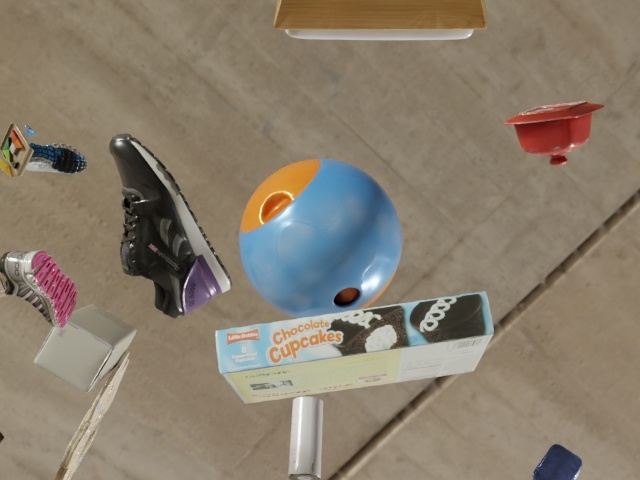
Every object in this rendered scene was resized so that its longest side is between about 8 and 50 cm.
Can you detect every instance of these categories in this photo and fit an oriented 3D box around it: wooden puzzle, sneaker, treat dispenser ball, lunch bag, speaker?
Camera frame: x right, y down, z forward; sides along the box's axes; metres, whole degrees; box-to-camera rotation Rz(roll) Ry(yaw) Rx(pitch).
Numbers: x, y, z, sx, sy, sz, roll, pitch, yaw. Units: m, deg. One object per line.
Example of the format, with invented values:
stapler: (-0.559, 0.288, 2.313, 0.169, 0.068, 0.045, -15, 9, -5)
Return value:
wooden puzzle: (-0.536, -0.159, 1.348, 0.078, 0.116, 0.014, 44, -150, 22)
sneaker: (-0.660, -0.195, 1.844, 0.191, 0.071, 0.083, 9, 166, -21)
treat dispenser ball: (0.000, 0.000, 1.360, 0.288, 0.288, 0.288, 42, -169, -10)
lunch bag: (0.443, 0.439, 1.444, 0.067, 0.098, 0.065, 35, 168, 28)
sneaker: (-0.402, 0.065, 1.087, 0.075, 0.063, 0.170, 11, 148, 11)
speaker: (-0.024, 0.337, 1.310, 0.055, 0.055, 0.136, 35, -135, -41)
sneaker: (-0.243, -0.011, 1.103, 0.283, 0.124, 0.107, 62, 163, -21)

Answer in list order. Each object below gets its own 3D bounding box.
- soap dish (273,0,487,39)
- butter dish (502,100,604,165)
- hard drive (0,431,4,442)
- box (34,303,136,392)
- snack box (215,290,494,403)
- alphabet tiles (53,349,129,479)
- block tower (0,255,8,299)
soap dish: (0.085, -0.394, 1.084, 0.118, 0.291, 0.229, 84, -171, -55)
butter dish: (0.467, -0.207, 1.529, 0.160, 0.160, 0.118, -24, -71, -47)
hard drive: (-0.661, 0.318, 1.224, 0.237, 0.064, 0.339, 54, -175, -11)
box: (-0.425, 0.192, 1.419, 0.113, 0.094, 0.275, 30, 178, -3)
snack box: (0.043, 0.141, 0.973, 0.187, 0.322, 0.060, 82, 179, -67)
alphabet tiles: (-0.456, 0.360, 1.532, 0.021, 0.278, 0.284, 25, -152, -5)
block tower: (-0.757, 0.087, 1.658, 0.335, 0.097, 0.091, 23, -138, -87)
